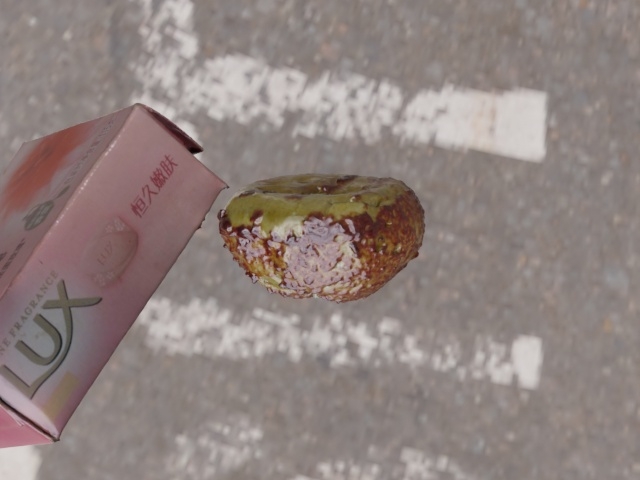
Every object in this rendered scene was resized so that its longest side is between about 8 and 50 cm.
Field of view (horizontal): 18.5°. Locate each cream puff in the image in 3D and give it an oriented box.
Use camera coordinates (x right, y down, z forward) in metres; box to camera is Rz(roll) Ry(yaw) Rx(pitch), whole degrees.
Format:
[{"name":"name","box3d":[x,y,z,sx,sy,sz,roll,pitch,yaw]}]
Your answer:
[{"name":"cream puff","box3d":[0.000,0.000,1.380,0.149,0.149,0.084,0,99,13]}]

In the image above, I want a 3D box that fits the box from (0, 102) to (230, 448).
[{"name":"box","box3d":[-0.121,0.017,0.846,0.060,0.156,0.111,44,149,-21]}]
